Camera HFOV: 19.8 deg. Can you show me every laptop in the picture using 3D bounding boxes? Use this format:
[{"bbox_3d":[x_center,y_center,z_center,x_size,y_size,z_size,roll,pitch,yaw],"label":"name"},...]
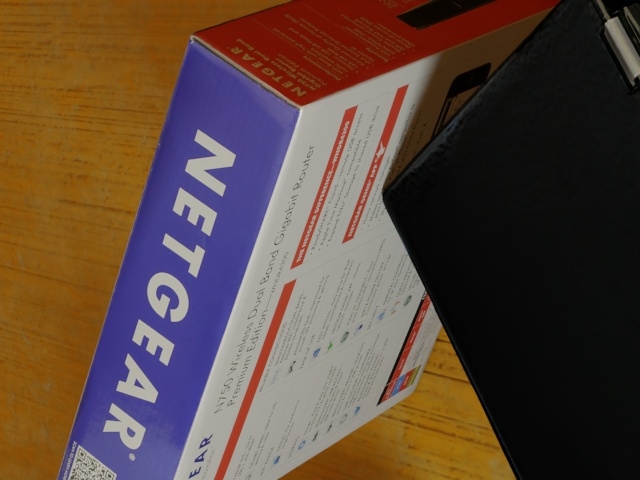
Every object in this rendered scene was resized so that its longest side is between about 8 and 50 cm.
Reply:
[{"bbox_3d":[0.269,0.034,0.892,0.408,0.236,0.382,-27,78,7],"label":"laptop"}]

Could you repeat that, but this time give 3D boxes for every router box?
[{"bbox_3d":[0.000,0.000,1.142,0.082,0.301,0.335,35,124,22],"label":"router box"}]
